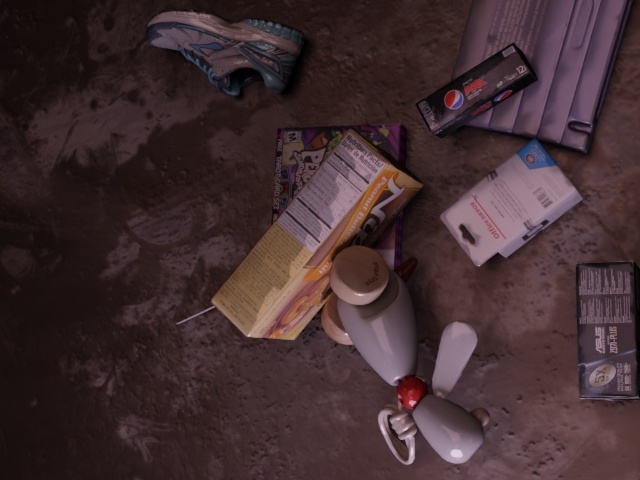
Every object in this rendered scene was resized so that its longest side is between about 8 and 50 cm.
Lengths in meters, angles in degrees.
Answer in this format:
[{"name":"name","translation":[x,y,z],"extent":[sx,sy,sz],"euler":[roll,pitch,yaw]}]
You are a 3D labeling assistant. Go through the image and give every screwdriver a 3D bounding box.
[{"name":"screwdriver","translation":[-0.166,0.107,1.736],"extent":[0.170,0.024,0.025],"euler":[-29,44,17]}]

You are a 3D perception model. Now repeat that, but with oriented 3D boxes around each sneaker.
[{"name":"sneaker","translation":[-0.171,-0.307,1.760],"extent":[0.283,0.110,0.122],"euler":[11,89,23]}]

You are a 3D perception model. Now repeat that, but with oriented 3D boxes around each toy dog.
[{"name":"toy dog","translation":[0.138,0.145,1.530],"extent":[0.161,0.220,0.334],"euler":[-28,89,-23]}]

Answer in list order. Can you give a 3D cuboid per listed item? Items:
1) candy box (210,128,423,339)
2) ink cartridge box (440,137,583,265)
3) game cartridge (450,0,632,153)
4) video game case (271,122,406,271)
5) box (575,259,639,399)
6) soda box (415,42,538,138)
[{"name":"candy box","translation":[0.000,0.000,1.553],"extent":[0.087,0.183,0.316],"euler":[42,98,19]},{"name":"ink cartridge box","translation":[0.278,-0.050,1.563],"extent":[0.180,0.060,0.104],"euler":[-38,71,12]},{"name":"game cartridge","translation":[0.332,-0.326,1.579],"extent":[0.230,0.068,0.355],"euler":[17,93,27]},{"name":"video game case","translation":[0.026,-0.065,1.676],"extent":[0.210,0.042,0.232],"euler":[1,82,20]},{"name":"box","translation":[0.394,0.125,1.441],"extent":[0.077,0.147,0.180],"euler":[-3,81,21]},{"name":"soda box","translation":[0.227,-0.216,1.553],"extent":[0.169,0.060,0.053],"euler":[-30,77,18]}]
